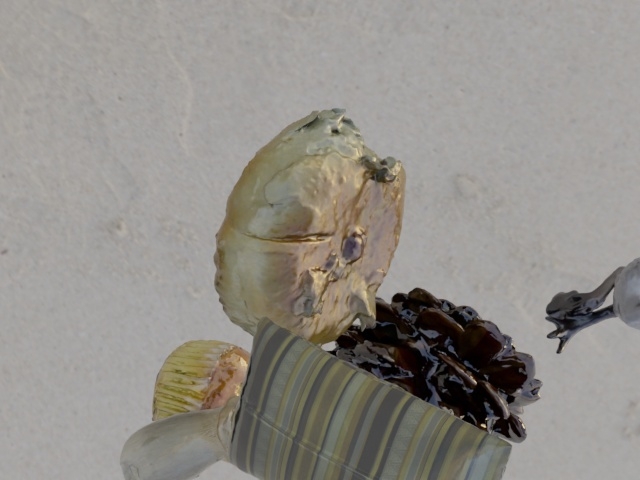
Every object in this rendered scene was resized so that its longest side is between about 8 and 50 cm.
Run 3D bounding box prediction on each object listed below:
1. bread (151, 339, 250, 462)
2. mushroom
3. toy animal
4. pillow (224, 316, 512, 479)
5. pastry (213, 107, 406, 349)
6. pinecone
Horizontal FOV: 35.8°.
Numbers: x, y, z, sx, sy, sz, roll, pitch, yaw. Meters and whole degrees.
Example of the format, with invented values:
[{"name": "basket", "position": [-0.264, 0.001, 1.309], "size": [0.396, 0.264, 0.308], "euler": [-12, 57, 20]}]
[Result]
[{"name": "bread", "position": [-0.144, 0.289, 1.742], "size": [0.288, 0.156, 0.204], "euler": [42, 63, -47]}, {"name": "mushroom", "position": [-0.187, 0.279, 1.329], "size": [0.247, 0.096, 0.108], "euler": [-30, 123, 35]}, {"name": "toy animal", "position": [0.415, 0.078, 1.277], "size": [0.195, 0.324, 0.090], "euler": [-38, 94, -13]}, {"name": "pillow", "position": [0.019, 0.134, 0.627], "size": [0.038, 0.203, 0.113], "euler": [1, 107, -52]}, {"name": "pastry", "position": [-0.003, 0.000, 1.033], "size": [0.235, 0.121, 0.257], "euler": [-60, 148, -10]}, {"name": "pinecone", "position": [0.122, 0.209, 1.280], "size": [0.296, 0.242, 0.298], "euler": [-39, 113, -3]}]
